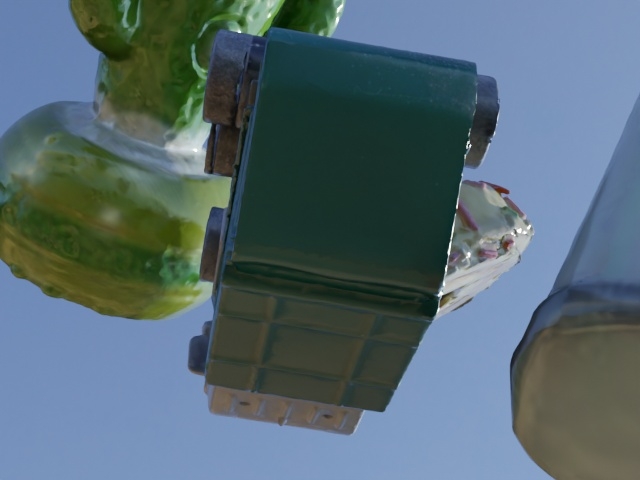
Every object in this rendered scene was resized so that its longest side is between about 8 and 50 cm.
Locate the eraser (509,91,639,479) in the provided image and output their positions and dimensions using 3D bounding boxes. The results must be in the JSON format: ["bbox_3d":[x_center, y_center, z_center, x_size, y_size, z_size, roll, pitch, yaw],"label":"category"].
[{"bbox_3d":[0.194,-0.016,0.484,0.189,0.290,0.104,17,-48,16],"label":"eraser"}]

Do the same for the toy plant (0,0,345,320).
[{"bbox_3d":[-0.097,-0.116,0.987,0.224,0.184,0.315,8,-68,-42],"label":"toy plant"}]

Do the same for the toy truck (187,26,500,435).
[{"bbox_3d":[0.000,0.000,0.605,0.114,0.124,0.253,10,-29,-3],"label":"toy truck"}]

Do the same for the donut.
[{"bbox_3d":[0.048,0.017,0.893,0.175,0.175,0.068,-36,-105,34],"label":"donut"}]
